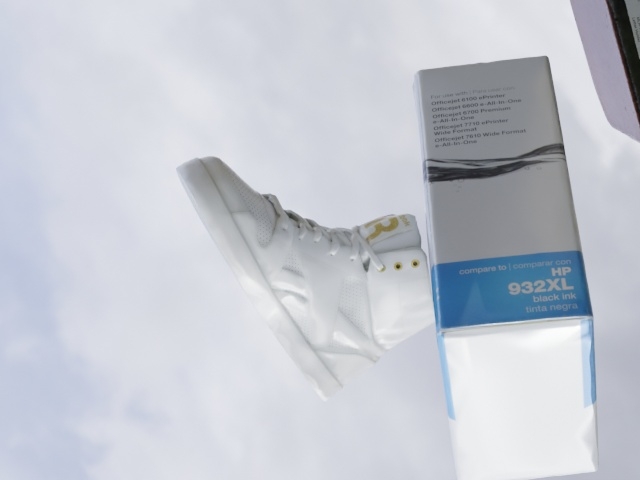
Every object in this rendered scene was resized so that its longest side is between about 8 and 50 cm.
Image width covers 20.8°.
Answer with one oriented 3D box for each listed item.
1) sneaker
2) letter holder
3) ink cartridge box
[{"bbox_3d":[0.000,0.000,1.587,0.292,0.169,0.108,56,-178,-37],"label":"sneaker"},{"bbox_3d":[0.309,-0.273,1.691,0.214,0.152,0.302,-129,20,-72],"label":"letter holder"},{"bbox_3d":[0.162,0.023,1.529,0.223,0.129,0.307,77,-172,-47],"label":"ink cartridge box"}]
